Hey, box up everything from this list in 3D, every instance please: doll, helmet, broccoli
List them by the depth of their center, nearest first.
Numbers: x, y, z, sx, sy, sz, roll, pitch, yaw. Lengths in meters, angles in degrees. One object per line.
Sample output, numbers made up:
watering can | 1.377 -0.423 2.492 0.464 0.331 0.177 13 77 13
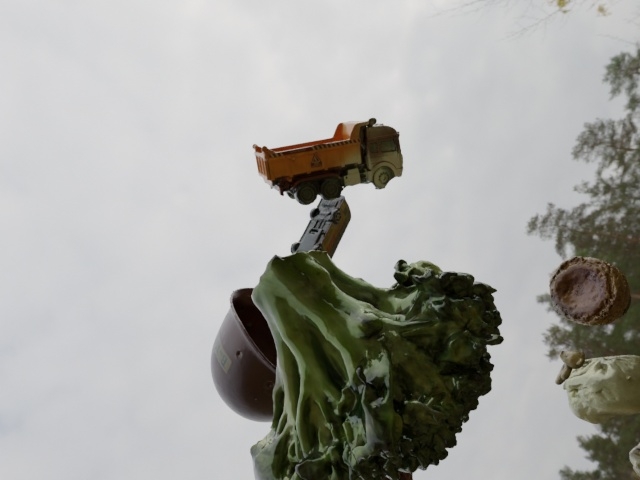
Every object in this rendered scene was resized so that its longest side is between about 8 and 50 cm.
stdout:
broccoli | 0.032 0.123 0.478 0.288 0.248 0.246 -30 -103 -21
doll | 0.568 0.292 1.019 0.061 0.051 0.093 -33 -54 -49
helmet | -0.158 0.323 1.168 0.337 0.385 0.230 32 -81 -39

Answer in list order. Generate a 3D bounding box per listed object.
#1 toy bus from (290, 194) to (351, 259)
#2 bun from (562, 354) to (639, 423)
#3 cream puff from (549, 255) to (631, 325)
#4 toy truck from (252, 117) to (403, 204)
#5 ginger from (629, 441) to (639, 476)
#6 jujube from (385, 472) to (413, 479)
toy bus | 0.000 0.000 1.223 0.268 0.092 0.106 -64 -38 -26
bun | 0.717 0.360 1.125 0.229 0.145 0.229 -38 -15 -12
cream puff | 0.716 0.136 1.162 0.169 0.183 0.183 12 -84 -31
toy truck | 0.018 -0.152 0.848 0.270 0.114 0.135 -13 -71 -16
ginger | 0.477 0.237 0.569 0.115 0.193 0.123 28 -137 -17
jujube | 0.148 0.582 1.155 0.190 0.190 0.255 -2 -80 -37
